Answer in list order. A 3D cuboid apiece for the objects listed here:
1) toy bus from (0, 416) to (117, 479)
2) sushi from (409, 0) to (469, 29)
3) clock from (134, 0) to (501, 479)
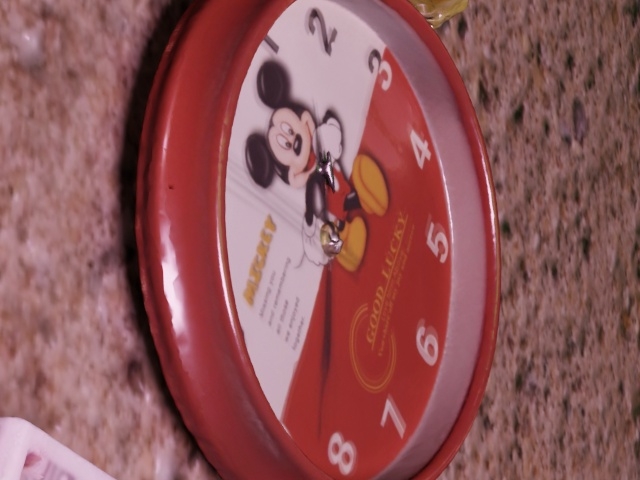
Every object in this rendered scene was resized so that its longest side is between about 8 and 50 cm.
[{"bbox_3d":[-0.097,0.192,0.770,0.301,0.113,0.139,47,44,-50],"label":"toy bus"},{"bbox_3d":[0.053,-0.221,1.083,0.291,0.131,0.139,91,9,-62],"label":"sushi"},{"bbox_3d":[0.000,0.000,1.016,0.318,0.080,0.318,10,78,-56],"label":"clock"}]
